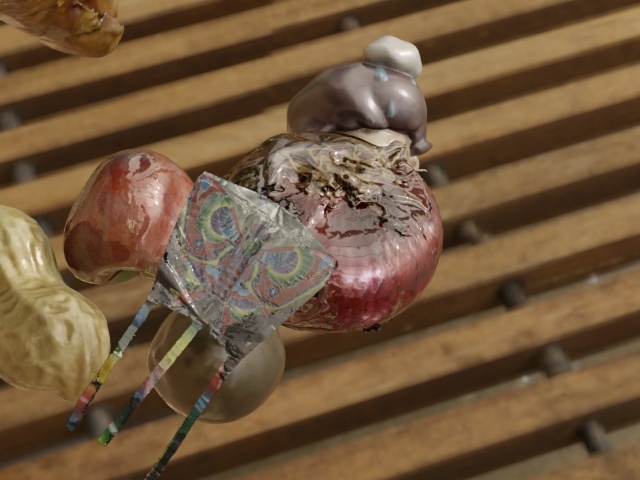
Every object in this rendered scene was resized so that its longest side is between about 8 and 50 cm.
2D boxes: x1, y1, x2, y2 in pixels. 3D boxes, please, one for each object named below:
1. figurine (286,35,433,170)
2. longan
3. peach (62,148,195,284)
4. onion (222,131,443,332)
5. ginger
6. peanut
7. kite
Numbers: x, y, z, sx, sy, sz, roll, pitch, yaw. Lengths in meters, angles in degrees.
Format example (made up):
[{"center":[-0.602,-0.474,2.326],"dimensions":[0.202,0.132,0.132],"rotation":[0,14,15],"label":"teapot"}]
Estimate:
[{"center":[0.059,-0.100,2.139],"dimensions":[0.206,0.218,0.365],"rotation":[75,9,-55],"label":"figurine"},{"center":[-0.148,0.169,2.101],"dimensions":[0.220,0.197,0.196],"rotation":[125,-51,-66],"label":"longan"},{"center":[-0.191,-0.024,1.531],"dimensions":[0.152,0.152,0.152],"rotation":[164,-90,-80],"label":"peach"},{"center":[0.000,0.000,1.849],"dimensions":[0.314,0.314,0.232],"rotation":[-117,-151,-47],"label":"onion"},{"center":[-0.297,-0.301,1.561],"dimensions":[0.172,0.165,0.321],"rotation":[52,1,9],"label":"ginger"},{"center":[-0.305,0.055,1.474],"dimensions":[0.298,0.120,0.136],"rotation":[43,-46,38],"label":"peanut"},{"center":[-0.111,0.079,1.299],"dimensions":[0.152,0.285,0.015],"rotation":[33,-18,1],"label":"kite"}]
